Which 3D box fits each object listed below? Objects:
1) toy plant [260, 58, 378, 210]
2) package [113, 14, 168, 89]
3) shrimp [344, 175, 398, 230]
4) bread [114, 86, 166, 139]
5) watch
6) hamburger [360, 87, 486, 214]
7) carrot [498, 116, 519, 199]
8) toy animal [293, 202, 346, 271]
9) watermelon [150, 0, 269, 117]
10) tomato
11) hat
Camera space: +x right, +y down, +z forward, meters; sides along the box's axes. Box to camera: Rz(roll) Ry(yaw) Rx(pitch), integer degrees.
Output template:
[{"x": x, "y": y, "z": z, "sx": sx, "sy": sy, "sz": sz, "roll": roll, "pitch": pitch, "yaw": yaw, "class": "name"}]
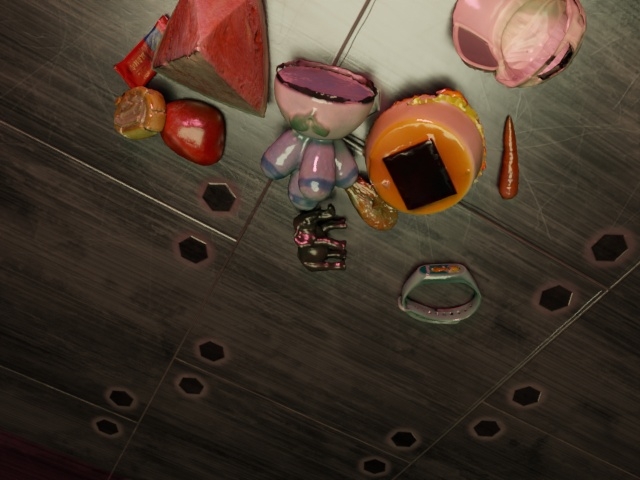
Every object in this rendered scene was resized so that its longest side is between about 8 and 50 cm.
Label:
[{"x": -0.017, "y": -0.222, "z": 1.140, "sx": 0.246, "sy": 0.247, "sz": 0.333, "roll": 13, "pitch": 123, "yaw": -2, "class": "toy plant"}, {"x": -0.413, "y": -0.444, "z": 1.170, "sx": 0.200, "sy": 0.022, "sz": 0.083, "roll": -32, "pitch": 113, "yaw": 24, "class": "package"}, {"x": 0.126, "y": -0.114, "z": 1.281, "sx": 0.115, "sy": 0.051, "sz": 0.217, "roll": -26, "pitch": 111, "yaw": 39, "class": "shrimp"}, {"x": -0.452, "y": -0.312, "z": 1.197, "sx": 0.156, "sy": 0.064, "sz": 0.118, "roll": -12, "pitch": 82, "yaw": 30, "class": "bread"}, {"x": 0.348, "y": 0.158, "z": 1.426, "sx": 0.236, "sy": 0.068, "sz": 0.195, "roll": -3, "pitch": 123, "yaw": 4, "class": "watch"}, {"x": 0.244, "y": -0.202, "z": 1.152, "sx": 0.294, "sy": 0.179, "sz": 0.276, "roll": -23, "pitch": 115, "yaw": 28, "class": "hamburger"}, {"x": 0.471, "y": -0.201, "z": 1.207, "sx": 0.048, "sy": 0.048, "sz": 0.217, "roll": -4, "pitch": 116, "yaw": 9, "class": "carrot"}, {"x": 0.000, "y": 0.002, "z": 1.338, "sx": 0.146, "sy": 0.115, "sz": 0.245, "roll": 2, "pitch": 121, "yaw": 4, "class": "toy animal"}, {"x": -0.196, "y": -0.411, "z": 1.048, "sx": 0.250, "sy": 0.293, "sz": 0.283, "roll": 5, "pitch": 125, "yaw": -35, "class": "watermelon"}, {"x": -0.335, "y": -0.266, "z": 1.233, "sx": 0.173, "sy": 0.082, "sz": 0.167, "roll": 12, "pitch": 122, "yaw": -4, "class": "tomato"}, {"x": 0.409, "y": -0.451, "z": 1.007, "sx": 0.275, "sy": 0.161, "sz": 0.232, "roll": 42, "pitch": 121, "yaw": 9, "class": "hat"}]
